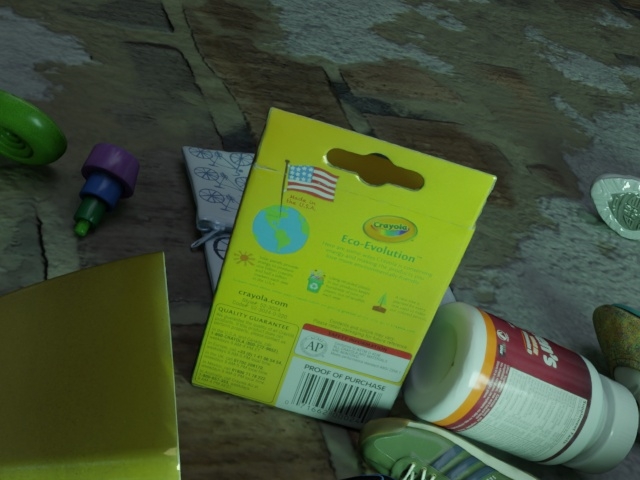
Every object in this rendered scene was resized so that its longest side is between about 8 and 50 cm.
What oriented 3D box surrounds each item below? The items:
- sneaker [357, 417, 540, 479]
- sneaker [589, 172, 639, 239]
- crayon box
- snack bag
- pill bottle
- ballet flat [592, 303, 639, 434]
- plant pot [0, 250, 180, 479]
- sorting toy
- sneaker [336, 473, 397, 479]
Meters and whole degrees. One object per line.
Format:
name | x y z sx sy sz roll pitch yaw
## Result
sneaker | 0.123 0.232 0.846 0.192 0.064 0.086 23 30 -2
sneaker | 0.511 -0.055 1.431 0.232 0.090 0.115 20 27 -16
crayon box | 0.013 0.025 0.852 0.202 0.318 0.081 17 35 -5
snack bag | 0.000 0.000 1.131 0.323 0.037 0.342 6 37 -20
pill bottle | 0.201 0.153 0.916 0.221 0.121 0.121 24 32 -22
ballet flat | 0.422 0.202 1.012 0.123 0.123 0.348 -20 49 -43
plant pot | -0.202 0.155 0.684 0.187 0.212 0.212 -3 39 -11
sorting toy | -0.396 -0.099 1.042 0.366 0.127 0.126 22 64 -1
sneaker | -0.003 0.239 0.753 0.232 0.090 0.081 -18 50 -42
